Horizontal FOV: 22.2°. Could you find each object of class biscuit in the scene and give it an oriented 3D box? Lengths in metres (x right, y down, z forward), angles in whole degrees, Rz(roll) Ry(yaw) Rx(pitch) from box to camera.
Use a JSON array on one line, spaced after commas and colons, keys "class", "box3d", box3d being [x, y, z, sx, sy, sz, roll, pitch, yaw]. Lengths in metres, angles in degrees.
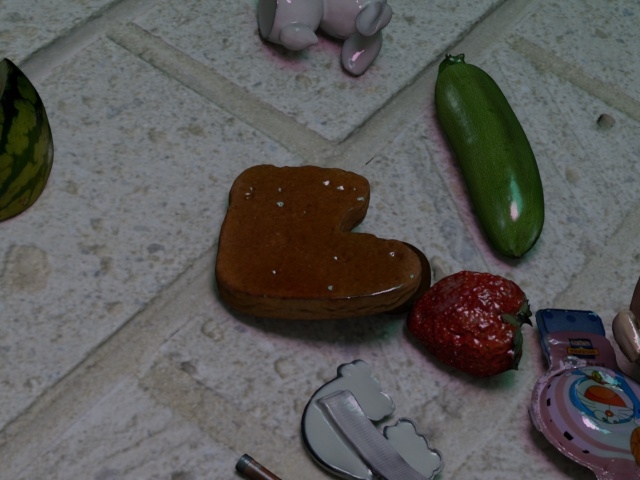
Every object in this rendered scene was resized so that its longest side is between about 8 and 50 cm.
[{"class": "biscuit", "box3d": [0.000, 0.001, 2.095, 0.262, 0.052, 0.277, -3, 41, 6]}]

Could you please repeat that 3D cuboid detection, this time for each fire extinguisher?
[{"class": "fire extinguisher", "box3d": [-0.058, 0.274, 1.864, 0.083, 0.022, 0.028, 33, 15, 15]}]

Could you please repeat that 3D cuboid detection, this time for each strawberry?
[{"class": "strawberry", "box3d": [0.189, 0.100, 2.045, 0.148, 0.131, 0.131, 19, 43, -1]}]

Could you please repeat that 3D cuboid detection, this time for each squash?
[{"class": "squash", "box3d": [0.239, -0.135, 2.315, 0.107, 0.107, 0.395, 1, 45, -17]}]

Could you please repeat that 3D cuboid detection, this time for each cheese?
[{"class": "cheese", "box3d": [0.341, 0.192, 2.038, 0.189, 0.074, 0.286, 5, 43, -15]}]

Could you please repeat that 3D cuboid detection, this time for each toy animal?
[{"class": "toy animal", "box3d": [0.006, -0.343, 2.435, 0.193, 0.127, 0.178, 9, 46, -11]}]

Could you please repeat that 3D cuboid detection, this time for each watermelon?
[{"class": "watermelon", "box3d": [-0.420, -0.145, 2.095, 0.159, 0.128, 0.303, 11, 43, -6]}]

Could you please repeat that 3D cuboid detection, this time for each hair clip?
[{"class": "hair clip", "box3d": [0.057, 0.234, 1.923, 0.140, 0.054, 0.220, -22, 53, -29]}]

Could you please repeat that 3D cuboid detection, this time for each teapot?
[{"class": "teapot", "box3d": [0.094, 0.044, 2.104, 0.098, 0.078, 0.129, 27, 44, 10]}]

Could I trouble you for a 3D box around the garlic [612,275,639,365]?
[{"class": "garlic", "box3d": [0.507, 0.119, 2.005, 0.241, 0.322, 0.322, -37, 60, -5]}]
